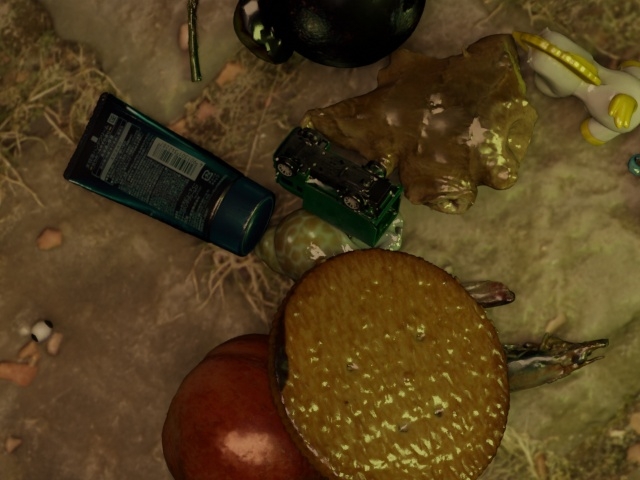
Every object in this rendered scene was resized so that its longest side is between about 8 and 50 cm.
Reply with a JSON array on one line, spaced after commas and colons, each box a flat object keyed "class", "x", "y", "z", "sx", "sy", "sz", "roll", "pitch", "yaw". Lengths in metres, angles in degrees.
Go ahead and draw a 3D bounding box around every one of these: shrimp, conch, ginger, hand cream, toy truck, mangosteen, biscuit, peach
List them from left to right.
[{"class": "hand cream", "x": -0.183, "y": -0.075, "z": 1.988, "sx": 0.271, "sy": 0.061, "sz": 0.120, "roll": 27, "pitch": 95, "yaw": 21}, {"class": "peach", "x": -0.050, "y": 0.236, "z": 1.905, "sx": 0.257, "sy": 0.232, "sz": 0.232, "roll": 27, "pitch": 94, "yaw": 12}, {"class": "mangosteen", "x": 0.013, "y": -0.300, "z": 1.898, "sx": 0.243, "sy": 0.243, "sz": 0.242, "roll": 0, "pitch": 90, "yaw": 8}, {"class": "conch", "x": 0.014, "y": 0.006, "z": 1.958, "sx": 0.173, "sy": 0.106, "sz": 0.116, "roll": -27, "pitch": 82, "yaw": -6}, {"class": "toy truck", "x": 0.017, "y": -0.066, "z": 1.900, "sx": 0.147, "sy": 0.079, "sz": 0.065, "roll": 30, "pitch": 60, "yaw": 13}, {"class": "biscuit", "x": 0.079, "y": 0.151, "z": 1.857, "sx": 0.305, "sy": 0.038, "sz": 0.305, "roll": 9, "pitch": 67, "yaw": -22}, {"class": "ginger", "x": 0.117, "y": -0.132, "z": 1.930, "sx": 0.270, "sy": 0.123, "sz": 0.218, "roll": -12, "pitch": 73, "yaw": 14}, {"class": "shrimp", "x": 0.211, "y": 0.116, "z": 1.954, "sx": 0.251, "sy": 0.052, "sz": 0.143, "roll": -7, "pitch": 86, "yaw": 8}]

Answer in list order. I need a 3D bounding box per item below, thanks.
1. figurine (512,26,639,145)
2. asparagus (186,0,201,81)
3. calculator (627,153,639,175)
[{"class": "figurine", "x": 0.296, "y": -0.190, "z": 1.900, "sx": 0.178, "sy": 0.129, "sz": 0.109, "roll": 38, "pitch": 98, "yaw": 5}, {"class": "asparagus", "x": -0.154, "y": -0.250, "z": 2.017, "sx": 0.015, "sy": 0.014, "sz": 0.114, "roll": -3, "pitch": 91, "yaw": -26}, {"class": "calculator", "x": 0.503, "y": -0.089, "z": 1.914, "sx": 0.293, "sy": 0.051, "sz": 0.172, "roll": 1, "pitch": 92, "yaw": 8}]
